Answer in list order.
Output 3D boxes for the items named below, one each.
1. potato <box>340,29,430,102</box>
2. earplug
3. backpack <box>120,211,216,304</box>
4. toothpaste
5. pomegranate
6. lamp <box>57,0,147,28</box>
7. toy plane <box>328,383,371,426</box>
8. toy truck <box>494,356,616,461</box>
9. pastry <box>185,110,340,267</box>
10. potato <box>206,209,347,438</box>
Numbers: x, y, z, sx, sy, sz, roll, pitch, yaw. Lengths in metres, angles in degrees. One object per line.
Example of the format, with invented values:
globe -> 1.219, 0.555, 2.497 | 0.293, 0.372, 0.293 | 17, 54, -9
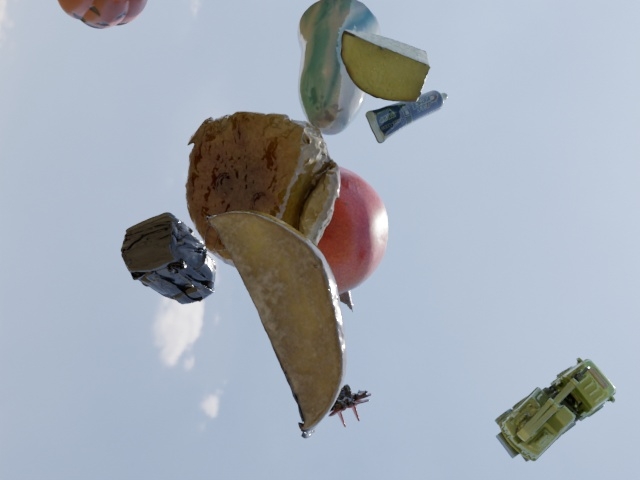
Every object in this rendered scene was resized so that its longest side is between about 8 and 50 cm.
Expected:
potato -> 0.098, -0.282, 1.135 | 0.120, 0.149, 0.081 | -74, -174, -66
earplug -> 0.028, -0.341, 1.446 | 0.185, 0.185, 0.324 | -43, -152, 38
backpack -> -0.359, 0.064, 1.737 | 0.206, 0.258, 0.133 | -17, -131, 20
toothpaste -> 0.152, -0.218, 1.195 | 0.034, 0.197, 0.057 | -18, -82, 54
pomegranate -> 0.000, 0.000, 1.134 | 0.221, 0.221, 0.257 | 32, -44, 51
lamp -> -0.390, -0.481, 1.264 | 0.164, 0.187, 0.188 | -17, -112, 55
toy plane -> 0.027, 0.319, 1.419 | 0.189, 0.130, 0.061 | 11, -62, 69
toy truck -> 0.319, 0.228, 0.955 | 0.077, 0.169, 0.100 | 55, -12, 21
pastry -> -0.084, -0.074, 0.915 | 0.229, 0.100, 0.218 | 50, -66, 26
potato -> -0.014, 0.067, 0.781 | 0.100, 0.120, 0.261 | -27, -95, 19
